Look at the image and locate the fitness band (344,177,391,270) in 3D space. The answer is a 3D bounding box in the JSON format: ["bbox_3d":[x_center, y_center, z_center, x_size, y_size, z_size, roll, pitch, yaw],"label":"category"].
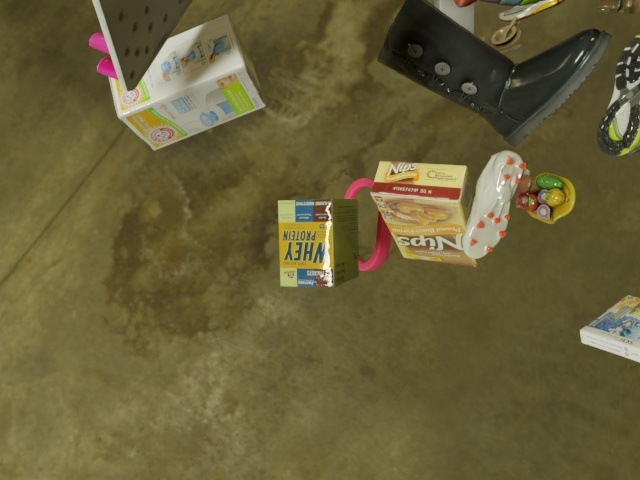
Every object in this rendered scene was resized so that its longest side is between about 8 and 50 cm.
[{"bbox_3d":[0.145,-0.050,1.744,0.209,0.054,0.290,10,98,55],"label":"fitness band"}]

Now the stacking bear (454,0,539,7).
[{"bbox_3d":[0.377,-0.482,0.931,0.289,0.175,0.164,-2,66,4],"label":"stacking bear"}]

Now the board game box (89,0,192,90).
[{"bbox_3d":[-0.174,-0.429,0.616,0.050,0.390,0.389,22,68,1],"label":"board game box"}]

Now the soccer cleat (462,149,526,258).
[{"bbox_3d":[0.295,-0.062,0.969,0.196,0.068,0.076,-68,17,3],"label":"soccer cleat"}]

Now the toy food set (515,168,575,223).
[{"bbox_3d":[0.580,-0.124,1.500,0.218,0.071,0.128,-137,59,-65],"label":"toy food set"}]

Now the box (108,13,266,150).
[{"bbox_3d":[-0.205,-0.240,0.865,0.203,0.114,0.103,-20,69,4],"label":"box"}]

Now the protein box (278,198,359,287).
[{"bbox_3d":[0.000,0.000,1.351,0.136,0.200,0.201,0,94,21],"label":"protein box"}]

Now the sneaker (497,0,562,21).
[{"bbox_3d":[0.735,-0.837,1.955,0.225,0.088,0.092,-14,102,34],"label":"sneaker"}]

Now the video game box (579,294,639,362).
[{"bbox_3d":[0.791,0.218,1.381,0.205,0.048,0.187,-27,22,-23],"label":"video game box"}]

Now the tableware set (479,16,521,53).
[{"bbox_3d":[0.482,-0.574,1.618,0.194,0.039,0.128,-15,46,34],"label":"tableware set"}]

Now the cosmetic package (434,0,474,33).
[{"bbox_3d":[0.463,-0.822,1.929,0.127,0.238,0.107,-4,28,0],"label":"cosmetic package"}]

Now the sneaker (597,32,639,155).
[{"bbox_3d":[0.724,-0.332,1.247,0.111,0.121,0.299,36,116,47],"label":"sneaker"}]

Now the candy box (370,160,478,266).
[{"bbox_3d":[0.244,-0.051,1.221,0.183,0.316,0.087,8,66,26],"label":"candy box"}]

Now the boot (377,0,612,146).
[{"bbox_3d":[0.388,-0.461,1.333,0.445,0.367,0.146,36,56,2],"label":"boot"}]

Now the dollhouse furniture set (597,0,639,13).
[{"bbox_3d":[0.667,-0.586,1.108,0.161,0.212,0.242,14,105,23],"label":"dollhouse furniture set"}]
